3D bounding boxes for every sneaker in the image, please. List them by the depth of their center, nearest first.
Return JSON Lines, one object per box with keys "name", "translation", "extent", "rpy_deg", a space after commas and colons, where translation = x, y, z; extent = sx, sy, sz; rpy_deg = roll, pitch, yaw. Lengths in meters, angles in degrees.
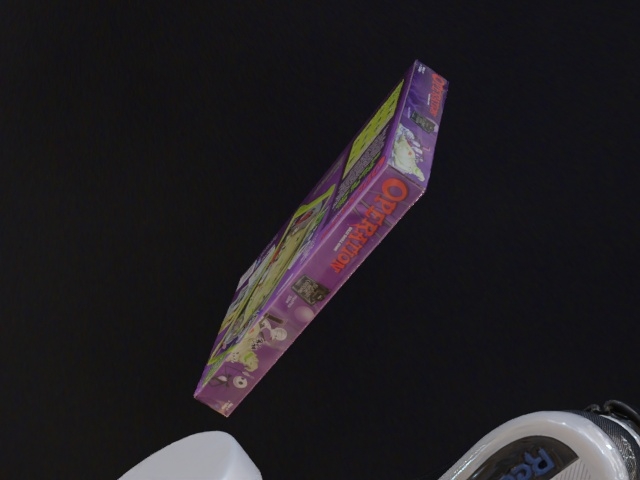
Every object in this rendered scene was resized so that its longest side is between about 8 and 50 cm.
{"name": "sneaker", "translation": [0.054, 0.140, 0.544], "extent": [0.217, 0.079, 0.121], "rpy_deg": [-33, -20, 26]}

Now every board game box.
{"name": "board game box", "translation": [0.000, 0.000, 1.252], "extent": [0.056, 0.208, 0.347], "rpy_deg": [35, -56, -7]}

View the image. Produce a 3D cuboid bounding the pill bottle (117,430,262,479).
{"name": "pill bottle", "translation": [-0.036, 0.273, 0.839], "extent": [0.162, 0.162, 0.278], "rpy_deg": [-32, -74, 3]}
